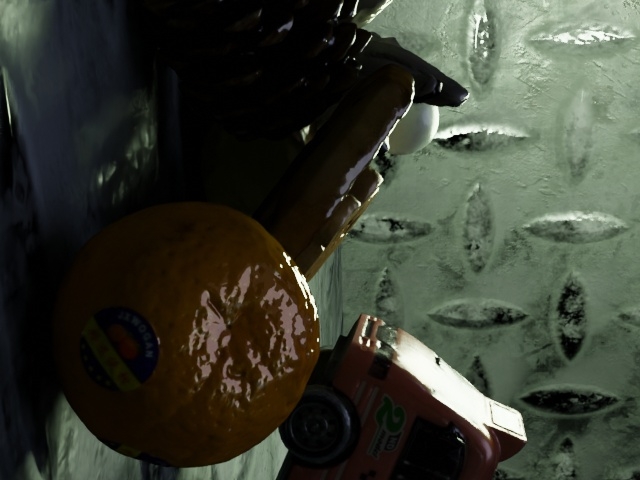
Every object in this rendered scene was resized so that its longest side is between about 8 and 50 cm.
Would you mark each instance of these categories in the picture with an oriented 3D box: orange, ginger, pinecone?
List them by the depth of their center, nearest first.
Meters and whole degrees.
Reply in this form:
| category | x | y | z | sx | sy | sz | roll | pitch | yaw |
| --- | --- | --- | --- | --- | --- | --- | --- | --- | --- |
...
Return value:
| category | x | y | z | sx | sy | sz | roll | pitch | yaw |
| --- | --- | --- | --- | --- | --- | --- | --- | --- | --- |
| orange | -0.090 | 0.061 | 0.785 | 0.155 | 0.177 | 0.178 | 154 | -61 | -68 |
| pinecone | -0.062 | -0.188 | 1.038 | 0.204 | 0.179 | 0.184 | 47 | -10 | -26 |
| ginger | -0.068 | -0.118 | 1.268 | 0.221 | 0.130 | 0.276 | -99 | -169 | -58 |

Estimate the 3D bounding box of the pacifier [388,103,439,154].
| category | x | y | z | sx | sy | sz | roll | pitch | yaw |
| --- | --- | --- | --- | --- | --- | --- | --- | --- | --- |
| pacifier | -0.003 | -0.135 | 1.514 | 0.220 | 0.273 | 0.332 | 115 | -17 | -51 |

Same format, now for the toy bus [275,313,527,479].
| category | x | y | z | sx | sy | sz | roll | pitch | yaw |
| --- | --- | --- | --- | --- | --- | --- | --- | --- | --- |
| toy bus | 0.028 | 0.308 | 1.237 | 0.203 | 0.233 | 0.427 | -56 | 170 | -80 |

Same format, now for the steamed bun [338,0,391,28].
| category | x | y | z | sx | sy | sz | roll | pitch | yaw |
| --- | --- | --- | --- | --- | --- | --- | --- | --- | --- |
| steamed bun | 0.007 | -0.396 | 1.278 | 0.342 | 0.255 | 0.367 | -60 | -162 | -8 |

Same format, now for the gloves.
| category | x | y | z | sx | sy | sz | roll | pitch | yaw |
| --- | --- | --- | --- | --- | --- | --- | --- | --- | --- |
| gloves | 0.045 | -0.151 | 1.280 | 0.285 | 0.119 | 0.142 | 5 | -106 | 57 |

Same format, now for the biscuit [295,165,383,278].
| category | x | y | z | sx | sy | sz | roll | pitch | yaw |
| --- | --- | --- | --- | --- | --- | --- | --- | --- | --- |
| biscuit | -0.002 | -0.002 | 1.168 | 0.184 | 0.035 | 0.249 | -52 | 177 | 13 |

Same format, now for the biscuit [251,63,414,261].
| category | x | y | z | sx | sy | sz | roll | pitch | yaw |
| --- | --- | --- | --- | --- | --- | --- | --- | --- | --- |
| biscuit | -0.038 | -0.012 | 1.023 | 0.359 | 0.046 | 0.359 | -52 | -176 | 5 |
